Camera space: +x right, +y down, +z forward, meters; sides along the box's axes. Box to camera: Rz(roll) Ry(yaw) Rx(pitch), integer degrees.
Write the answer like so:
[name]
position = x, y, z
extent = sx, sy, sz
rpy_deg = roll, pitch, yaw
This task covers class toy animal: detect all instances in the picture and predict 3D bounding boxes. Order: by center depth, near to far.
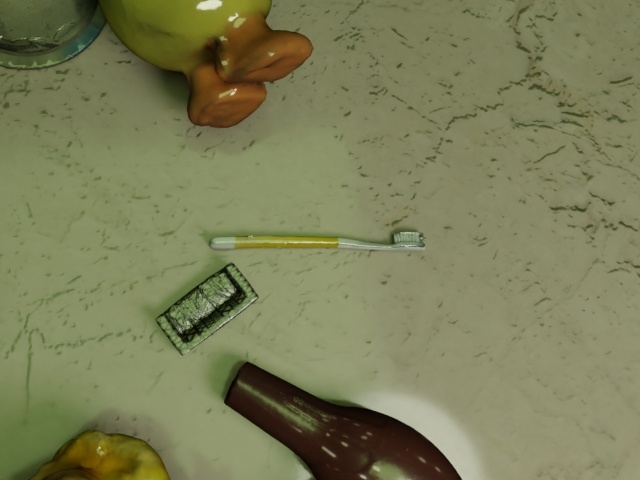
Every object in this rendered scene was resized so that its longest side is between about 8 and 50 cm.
[toy animal]
position = -0.166, -0.312, 0.822
extent = 0.191, 0.216, 0.338
rpy_deg = -14, 77, -39

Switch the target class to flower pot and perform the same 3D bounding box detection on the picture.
[flower pot]
position = -0.363, -0.330, 0.799
extent = 0.212, 0.202, 0.212
rpy_deg = 1, 82, -8

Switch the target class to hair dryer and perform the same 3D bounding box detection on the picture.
[hair dryer]
position = -0.009, 0.322, 0.766
extent = 0.312, 0.123, 0.340
rpy_deg = 27, 47, 0

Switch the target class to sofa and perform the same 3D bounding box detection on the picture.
[sofa]
position = -0.140, 0.084, 0.867
extent = 0.118, 0.039, 0.060
rpy_deg = -37, 90, -14

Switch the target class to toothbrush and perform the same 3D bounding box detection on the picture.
[toothbrush]
position = 0.000, 0.000, 0.918
extent = 0.288, 0.021, 0.024
rpy_deg = 1, 71, -12

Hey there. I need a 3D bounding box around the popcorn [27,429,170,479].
[popcorn]
position = -0.257, 0.345, 0.710
extent = 0.316, 0.281, 0.297
rpy_deg = 24, 68, -48
